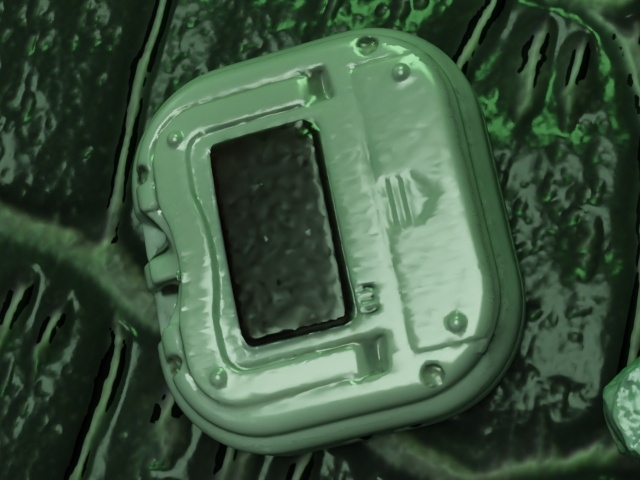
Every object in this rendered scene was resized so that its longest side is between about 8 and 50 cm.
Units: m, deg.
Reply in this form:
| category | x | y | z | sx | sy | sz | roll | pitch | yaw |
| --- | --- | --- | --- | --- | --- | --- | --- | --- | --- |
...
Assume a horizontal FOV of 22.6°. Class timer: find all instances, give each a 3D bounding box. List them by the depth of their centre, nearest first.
| category | x | y | z | sx | sy | sz | roll | pitch | yaw |
| --- | --- | --- | --- | --- | --- | --- | --- | --- | --- |
| timer | 0.000 | 0.000 | 1.025 | 0.237 | 0.087 | 0.262 | -15 | 74 | 11 |

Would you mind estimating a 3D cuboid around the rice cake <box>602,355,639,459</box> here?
| category | x | y | z | sx | sy | sz | roll | pitch | yaw |
| --- | --- | --- | --- | --- | --- | --- | --- | --- | --- |
| rice cake | 0.258 | 0.060 | 0.958 | 0.206 | 0.069 | 0.063 | -37 | 72 | 5 |
